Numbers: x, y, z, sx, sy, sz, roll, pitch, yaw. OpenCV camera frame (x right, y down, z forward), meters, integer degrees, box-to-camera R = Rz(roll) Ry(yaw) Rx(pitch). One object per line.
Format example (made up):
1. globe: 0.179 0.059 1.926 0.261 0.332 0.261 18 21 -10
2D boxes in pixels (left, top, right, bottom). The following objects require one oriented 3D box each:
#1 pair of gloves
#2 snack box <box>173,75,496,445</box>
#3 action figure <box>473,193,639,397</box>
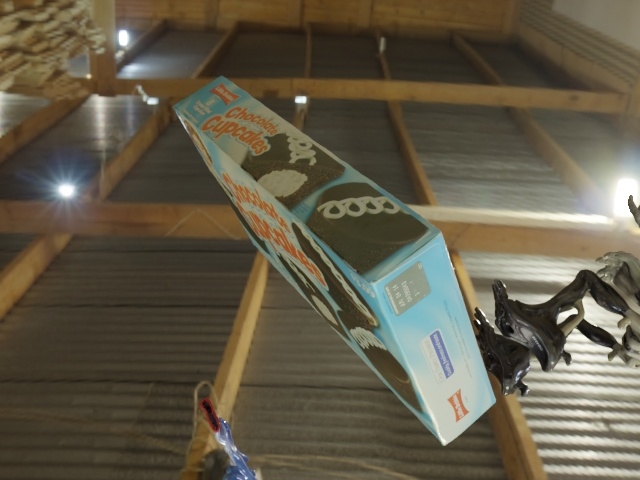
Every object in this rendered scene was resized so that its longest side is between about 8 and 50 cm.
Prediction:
1. pair of gloves: -0.081 0.257 0.773 0.023 0.159 0.198 -28 -135 -9
2. snack box: 0.000 0.000 0.596 0.060 0.187 0.322 -36 -139 -11
3. action figure: 0.272 0.043 0.600 0.275 0.164 0.141 -9 -123 -2
